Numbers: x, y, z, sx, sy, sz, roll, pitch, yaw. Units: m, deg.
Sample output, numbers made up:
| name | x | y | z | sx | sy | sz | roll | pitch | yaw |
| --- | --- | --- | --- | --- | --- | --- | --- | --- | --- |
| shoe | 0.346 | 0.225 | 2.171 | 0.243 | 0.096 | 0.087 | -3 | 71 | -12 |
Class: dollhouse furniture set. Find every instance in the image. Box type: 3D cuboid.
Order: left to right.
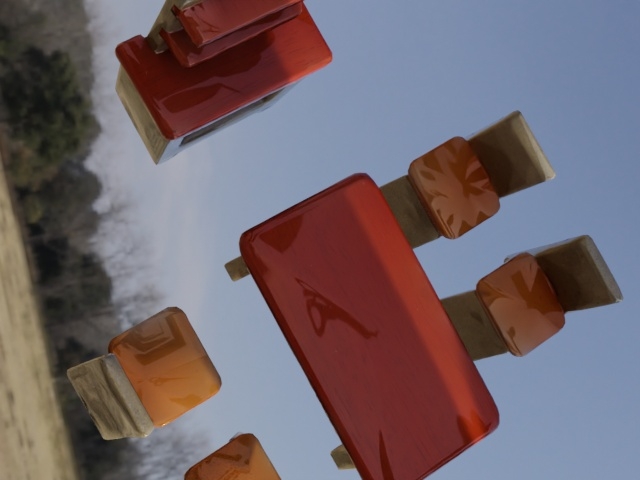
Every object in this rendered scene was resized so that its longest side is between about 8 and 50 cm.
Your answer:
| name | x | y | z | sx | sy | sz | roll | pitch | yaw |
| --- | --- | --- | --- | --- | --- | --- | --- | --- | --- |
| dollhouse furniture set | 0.000 | 0.000 | 0.537 | 0.259 | 0.262 | 0.135 | 61 | -23 | -2 |
